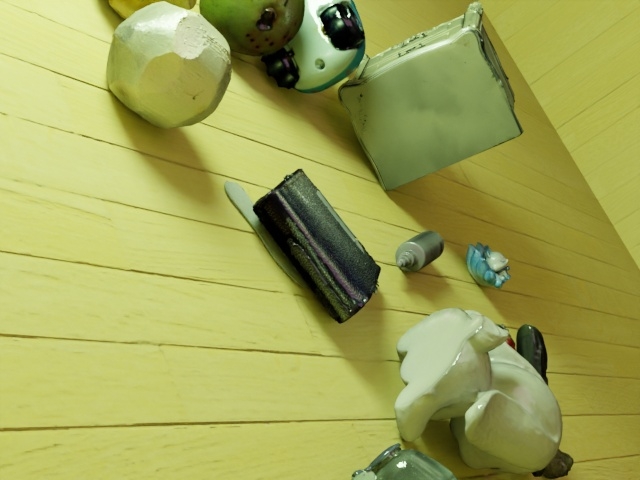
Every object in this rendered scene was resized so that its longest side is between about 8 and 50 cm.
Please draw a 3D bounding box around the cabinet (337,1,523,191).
[{"bbox_3d":[0.223,-0.297,2.186,0.227,0.290,0.318,62,18,-16],"label":"cabinet"}]

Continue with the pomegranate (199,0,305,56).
[{"bbox_3d":[-0.131,-0.414,1.882,0.210,0.179,0.179,38,15,26],"label":"pomegranate"}]

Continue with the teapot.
[{"bbox_3d":[0.093,0.324,1.403,0.108,0.149,0.111,45,-18,16],"label":"teapot"}]

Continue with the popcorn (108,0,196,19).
[{"bbox_3d":[-0.256,-0.390,1.620,0.167,0.152,0.148,29,75,-22],"label":"popcorn"}]

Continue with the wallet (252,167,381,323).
[{"bbox_3d":[0.000,0.000,1.687,0.221,0.071,0.262,50,17,-3],"label":"wallet"}]

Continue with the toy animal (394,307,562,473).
[{"bbox_3d":[0.254,0.243,1.657,0.265,0.206,0.271,44,23,-15],"label":"toy animal"}]

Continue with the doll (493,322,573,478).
[{"bbox_3d":[0.345,0.279,1.951,0.203,0.091,0.285,7,63,-36],"label":"doll"}]

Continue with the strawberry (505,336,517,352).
[{"bbox_3d":[0.270,0.207,1.827,0.148,0.131,0.131,45,25,-19],"label":"strawberry"}]

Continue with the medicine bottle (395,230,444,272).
[{"bbox_3d":[0.169,0.024,1.978,0.057,0.058,0.199,56,24,4],"label":"medicine bottle"}]

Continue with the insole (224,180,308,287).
[{"bbox_3d":[-0.078,-0.009,1.616,0.197,0.004,0.065,52,23,-6],"label":"insole"}]

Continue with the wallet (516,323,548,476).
[{"bbox_3d":[0.356,0.267,1.836,0.168,0.052,0.245,48,39,-75],"label":"wallet"}]

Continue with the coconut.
[{"bbox_3d":[-0.209,-0.242,1.493,0.162,0.161,0.161,41,26,-47],"label":"coconut"}]

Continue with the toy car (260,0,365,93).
[{"bbox_3d":[-0.014,-0.383,2.026,0.190,0.189,0.255,27,34,-61],"label":"toy car"}]

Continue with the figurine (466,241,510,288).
[{"bbox_3d":[0.336,0.045,2.239,0.114,0.079,0.114,37,35,-32],"label":"figurine"}]
